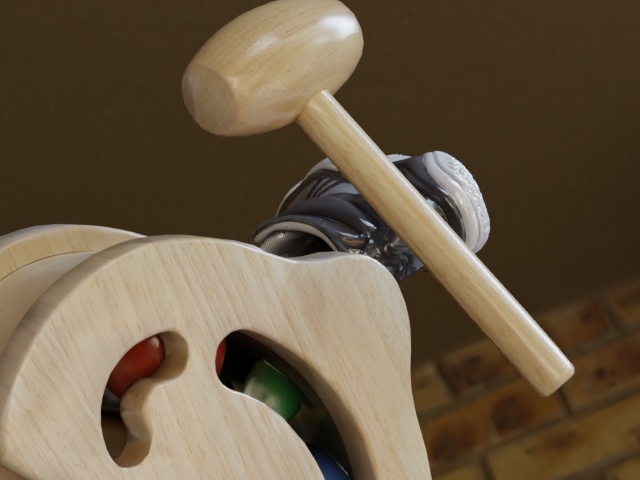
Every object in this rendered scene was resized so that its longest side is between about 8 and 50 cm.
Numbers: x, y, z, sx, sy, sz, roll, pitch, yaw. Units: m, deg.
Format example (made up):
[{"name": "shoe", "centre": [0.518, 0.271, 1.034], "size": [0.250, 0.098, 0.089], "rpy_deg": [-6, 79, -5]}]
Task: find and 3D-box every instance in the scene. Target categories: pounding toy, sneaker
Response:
[{"name": "pounding toy", "centre": [-0.026, 0.069, 0.549], "size": [0.154, 0.155, 0.270], "rpy_deg": [-20, -74, -37]}, {"name": "sneaker", "centre": [0.000, 0.000, 1.372], "size": [0.153, 0.268, 0.101], "rpy_deg": [-25, -81, -29]}]
